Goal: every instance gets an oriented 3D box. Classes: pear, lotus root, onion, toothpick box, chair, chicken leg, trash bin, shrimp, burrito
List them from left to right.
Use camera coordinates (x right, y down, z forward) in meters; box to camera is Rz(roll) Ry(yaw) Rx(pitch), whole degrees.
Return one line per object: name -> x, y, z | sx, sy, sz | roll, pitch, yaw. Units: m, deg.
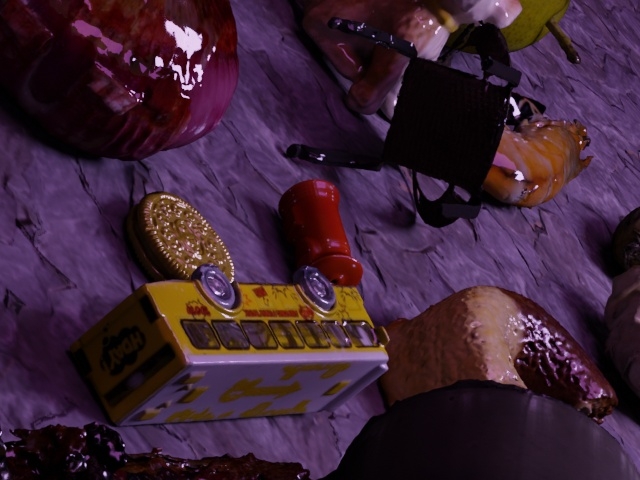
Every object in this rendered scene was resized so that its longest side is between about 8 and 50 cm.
onion -> -0.132, -0.171, 1.317 | 0.230, 0.163, 0.230 | 46, 25, -28
chicken leg -> -0.097, 0.128, 1.001 | 0.234, 0.105, 0.063 | 16, 69, -50
toothpick box -> 0.000, 0.000, 1.430 | 0.047, 0.047, 0.083 | 29, 31, -38
chair -> 0.092, -0.095, 1.585 | 0.149, 0.174, 0.213 | 20, 9, 24
trash bin -> 0.082, 0.233, 1.017 | 0.252, 0.203, 0.301 | 4, 28, 6
pear -> 0.185, -0.253, 1.970 | 0.216, 0.166, 0.180 | 38, 7, 10
shrimp -> 0.183, -0.102, 1.894 | 0.152, 0.063, 0.287 | 42, 23, 12
lotus root -> 0.342, 0.005, 1.967 | 0.089, 0.080, 0.179 | 56, 25, 12
burrito -> 0.385, 0.145, 1.812 | 0.348, 0.107, 0.175 | 29, 46, -33

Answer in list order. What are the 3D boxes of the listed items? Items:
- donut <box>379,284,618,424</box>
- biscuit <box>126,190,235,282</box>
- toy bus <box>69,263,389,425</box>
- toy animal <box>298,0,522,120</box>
donut -> 0.128, 0.096, 1.459 | 0.217, 0.085, 0.141 | 2, 52, -57
biscuit -> -0.091, 0.005, 1.293 | 0.084, 0.023, 0.084 | 38, 26, -23
toy bus -> -0.049, 0.062, 1.208 | 0.226, 0.081, 0.074 | 6, 49, -57
toy animal -> 0.070, -0.228, 1.721 | 0.184, 0.185, 0.104 | 55, 26, 15
